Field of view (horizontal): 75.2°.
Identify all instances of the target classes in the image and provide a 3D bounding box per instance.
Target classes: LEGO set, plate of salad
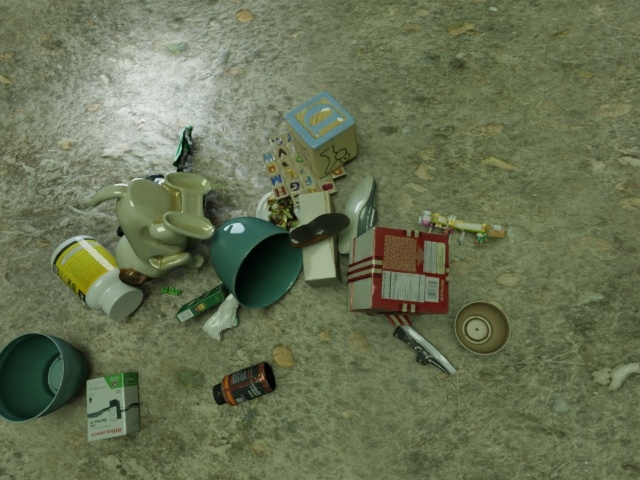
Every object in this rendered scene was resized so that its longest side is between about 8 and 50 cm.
[{"bbox_3d":[0.467,-0.019,1.407,0.287,0.132,0.107,15,86,8],"label":"LEGO set"},{"bbox_3d":[-0.154,-0.111,1.587,0.200,0.048,0.199,-3,74,9],"label":"plate of salad"}]

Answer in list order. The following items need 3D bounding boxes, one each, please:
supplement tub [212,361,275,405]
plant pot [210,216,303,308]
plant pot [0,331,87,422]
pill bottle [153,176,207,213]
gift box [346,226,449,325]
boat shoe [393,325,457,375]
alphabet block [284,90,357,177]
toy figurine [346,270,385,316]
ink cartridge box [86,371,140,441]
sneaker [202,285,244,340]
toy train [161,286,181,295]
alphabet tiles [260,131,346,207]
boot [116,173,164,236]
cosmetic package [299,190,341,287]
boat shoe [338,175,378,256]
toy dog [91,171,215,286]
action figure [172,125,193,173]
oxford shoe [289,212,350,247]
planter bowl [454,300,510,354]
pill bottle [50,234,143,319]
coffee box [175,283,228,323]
[{"bbox_3d":[-0.260,0.490,1.405,0.198,0.106,0.106,-21,72,4],"label":"supplement tub"},{"bbox_3d":[-0.242,0.049,1.442,0.235,0.293,0.293,34,83,35],"label":"plant pot"},{"bbox_3d":[-0.980,0.485,1.496,0.293,0.196,0.293,-3,74,11],"label":"plant pot"},{"bbox_3d":[-0.562,-0.172,1.593,0.246,0.130,0.130,5,74,-15],"label":"pill bottle"},{"bbox_3d":[0.228,0.113,1.204,0.276,0.258,0.255,11,78,-11],"label":"gift box"},{"bbox_3d":[0.330,0.361,1.345,0.228,0.080,0.076,42,91,20],"label":"boat shoe"},{"bbox_3d":[0.008,-0.385,1.529,0.192,0.197,0.193,-32,66,-8],"label":"alphabet block"},{"bbox_3d":[0.203,0.144,1.401,0.213,0.148,0.209,-25,77,1],"label":"toy figurine"},{"bbox_3d":[-0.736,0.588,1.477,0.153,0.087,0.208,-14,73,7],"label":"ink cartridge box"},{"bbox_3d":[-0.327,0.266,1.507,0.094,0.080,0.212,38,90,6],"label":"sneaker"},{"bbox_3d":[-0.572,0.196,1.595,0.083,0.017,0.023,7,86,13],"label":"toy train"},{"bbox_3d":[-0.072,-0.296,1.614,0.285,0.011,0.342,-20,65,-2],"label":"alphabet tiles"},{"bbox_3d":[-0.722,-0.144,1.678,0.247,0.094,0.207,-24,75,-4],"label":"boot"},{"bbox_3d":[0.000,0.000,1.467,0.113,0.160,0.309,-8,74,8],"label":"cosmetic package"},{"bbox_3d":[0.153,-0.082,1.512,0.099,0.116,0.319,27,68,-27],"label":"boat shoe"},{"bbox_3d":[-0.584,-0.005,1.448,0.408,0.395,0.284,-52,48,40],"label":"toy dog"},{"bbox_3d":[-0.558,-0.384,1.719,0.064,0.137,0.232,5,65,-12],"label":"action figure"},{"bbox_3d":[-0.004,-0.032,1.363,0.212,0.076,0.076,-19,69,-14],"label":"oxford shoe"},{"bbox_3d":[0.502,0.280,1.316,0.162,0.109,0.162,-3,73,10],"label":"planter bowl"},{"bbox_3d":[-0.837,0.143,1.571,0.334,0.188,0.188,35,83,18],"label":"pill bottle"},{"bbox_3d":[-0.426,0.226,1.508,0.184,0.113,0.040,-29,101,0],"label":"coffee box"}]
